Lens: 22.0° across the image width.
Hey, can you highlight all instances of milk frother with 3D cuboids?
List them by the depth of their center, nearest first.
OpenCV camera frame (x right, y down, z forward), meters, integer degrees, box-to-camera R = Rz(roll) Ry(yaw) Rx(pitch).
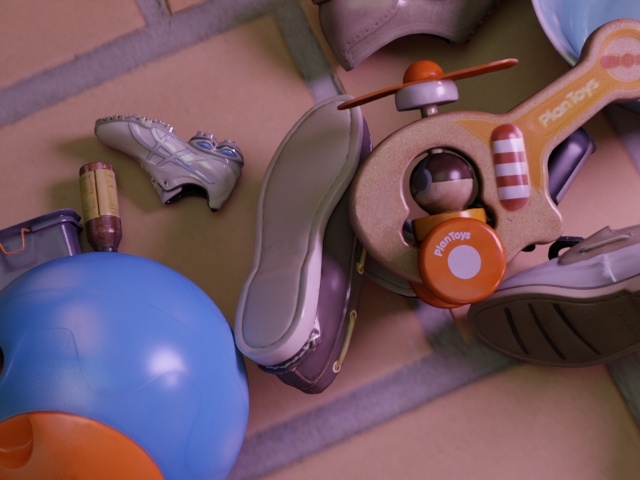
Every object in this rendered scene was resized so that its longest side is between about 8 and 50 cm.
[{"bbox_3d":[0.255,-0.045,1.735,0.143,0.129,0.135,40,75,-26],"label":"milk frother"}]

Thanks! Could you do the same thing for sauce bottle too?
[{"bbox_3d":[-0.240,-0.022,1.803,0.042,0.042,0.128,-9,69,3],"label":"sauce bottle"}]

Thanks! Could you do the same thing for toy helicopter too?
[{"bbox_3d":[0.178,-0.108,1.605,0.355,0.140,0.235,-37,88,-4],"label":"toy helicopter"}]

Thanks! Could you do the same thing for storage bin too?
[{"bbox_3d":[-0.313,0.032,1.769,0.135,0.098,0.091,-20,79,-1],"label":"storage bin"}]

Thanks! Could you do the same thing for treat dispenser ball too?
[{"bbox_3d":[-0.213,0.154,1.603,0.288,0.288,0.288,-2,70,6],"label":"treat dispenser ball"}]

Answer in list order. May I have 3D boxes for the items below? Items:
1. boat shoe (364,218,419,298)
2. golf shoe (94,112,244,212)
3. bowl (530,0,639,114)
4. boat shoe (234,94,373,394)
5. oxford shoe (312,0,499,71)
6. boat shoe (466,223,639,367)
[{"bbox_3d":[0.045,-0.007,1.753,0.233,0.079,0.084,35,101,30],"label":"boat shoe"},{"bbox_3d":[-0.175,-0.085,1.808,0.176,0.069,0.086,15,78,13],"label":"golf shoe"},{"bbox_3d":[0.377,-0.254,1.750,0.311,0.163,0.311,-2,70,7],"label":"bowl"},{"bbox_3d":[0.000,0.000,1.662,0.116,0.097,0.324,-15,48,34],"label":"boat shoe"},{"bbox_3d":[0.162,-0.286,1.834,0.348,0.123,0.130,-18,96,-2],"label":"oxford shoe"},{"bbox_3d":[0.291,0.049,1.644,0.302,0.113,0.103,-10,38,36],"label":"boat shoe"}]
